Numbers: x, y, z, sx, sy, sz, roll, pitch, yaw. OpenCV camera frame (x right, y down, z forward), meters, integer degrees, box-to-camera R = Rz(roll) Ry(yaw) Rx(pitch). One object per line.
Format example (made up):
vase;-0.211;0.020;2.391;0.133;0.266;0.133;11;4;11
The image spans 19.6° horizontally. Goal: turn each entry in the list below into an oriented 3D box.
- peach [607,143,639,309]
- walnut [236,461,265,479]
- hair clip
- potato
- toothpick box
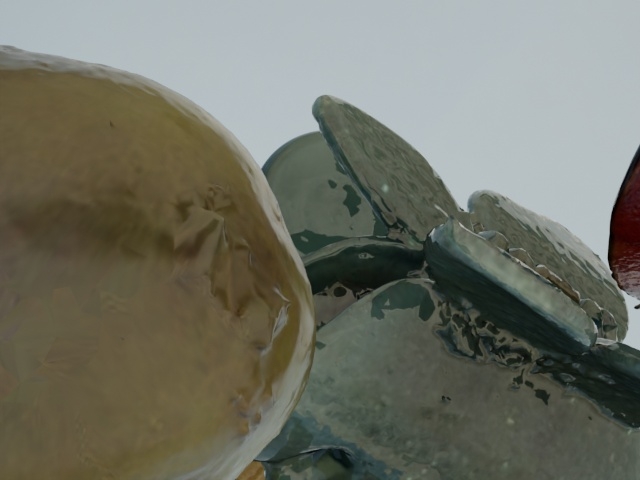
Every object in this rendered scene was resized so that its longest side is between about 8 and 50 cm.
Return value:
peach;0.256;-0.031;1.103;0.189;0.279;0.068;-24;-126;-21
walnut;-0.022;0.236;1.444;0.245;0.198;0.198;23;-138;-57
hair clip;0.088;0.103;1.172;0.318;0.238;0.392;33;-171;-31
potato;-0.146;0.035;0.569;0.307;0.173;0.210;-8;-99;-22
toothpick box;0.000;0.000;1.423;0.120;0.184;0.120;2;-109;-6
